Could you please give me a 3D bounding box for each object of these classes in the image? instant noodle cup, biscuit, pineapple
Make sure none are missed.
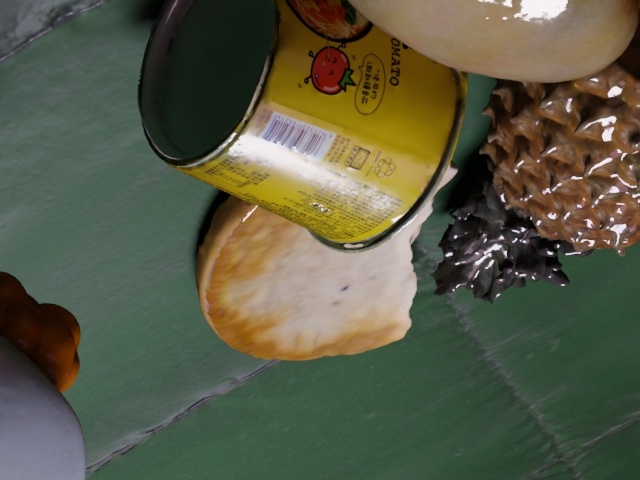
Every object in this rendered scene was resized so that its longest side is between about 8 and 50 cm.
[{"bbox_3d":[-0.018,-0.096,1.228,0.144,0.182,0.182,17,129,-36],"label":"instant noodle cup"},{"bbox_3d":[0.000,0.000,1.493,0.205,0.040,0.309,-15,146,-19],"label":"biscuit"},{"bbox_3d":[0.186,-0.068,1.422,0.202,0.202,0.362,-5,157,-31],"label":"pineapple"}]

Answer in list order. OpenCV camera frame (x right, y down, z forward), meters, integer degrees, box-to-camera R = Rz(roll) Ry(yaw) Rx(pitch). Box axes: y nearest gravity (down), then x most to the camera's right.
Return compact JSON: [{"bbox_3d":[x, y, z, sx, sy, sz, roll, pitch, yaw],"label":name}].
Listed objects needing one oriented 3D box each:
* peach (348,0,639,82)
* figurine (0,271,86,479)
[{"bbox_3d":[0.122,-0.227,1.073,0.292,0.247,0.292,-39,174,-5],"label":"peach"},{"bbox_3d":[-0.249,0.108,1.206,0.225,0.205,0.382,-10,-174,-3],"label":"figurine"}]
